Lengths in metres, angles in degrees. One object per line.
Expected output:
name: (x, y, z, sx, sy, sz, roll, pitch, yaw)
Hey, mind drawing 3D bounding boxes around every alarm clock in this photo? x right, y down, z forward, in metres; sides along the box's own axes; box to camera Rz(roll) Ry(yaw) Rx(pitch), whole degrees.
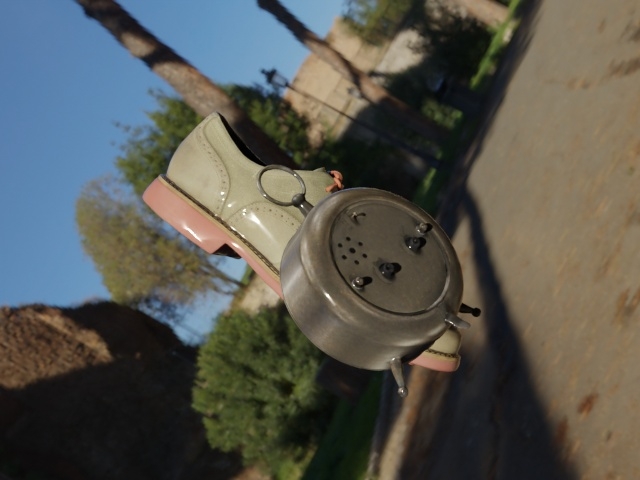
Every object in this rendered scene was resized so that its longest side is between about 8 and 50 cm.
alarm clock: (0.026, 0.010, 0.624, 0.129, 0.192, 0.064, -40, -12, -39)

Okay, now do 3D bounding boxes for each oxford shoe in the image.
oxford shoe: (0.000, 0.000, 0.822, 0.130, 0.348, 0.123, -58, -5, 3)
